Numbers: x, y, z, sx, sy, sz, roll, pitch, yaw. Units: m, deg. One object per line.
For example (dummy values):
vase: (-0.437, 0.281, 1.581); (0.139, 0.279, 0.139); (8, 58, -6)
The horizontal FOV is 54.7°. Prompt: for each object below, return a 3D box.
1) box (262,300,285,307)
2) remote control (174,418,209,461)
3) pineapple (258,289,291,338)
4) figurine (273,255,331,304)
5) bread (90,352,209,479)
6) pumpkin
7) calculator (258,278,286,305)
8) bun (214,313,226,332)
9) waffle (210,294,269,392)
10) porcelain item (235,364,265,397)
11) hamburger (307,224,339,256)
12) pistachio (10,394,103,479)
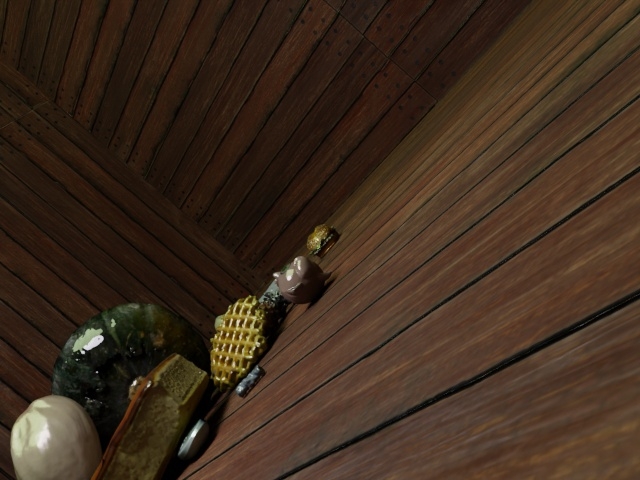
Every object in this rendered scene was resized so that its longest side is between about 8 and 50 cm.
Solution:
box: (-0.202, 0.277, 1.992); (0.109, 0.029, 0.198); (0, 44, 49)
remote control: (-0.292, 0.456, 1.400); (0.097, 0.045, 0.256); (-59, 5, -27)
pineapple: (-0.143, 0.202, 1.876); (0.237, 0.119, 0.111); (-47, -44, -45)
figurine: (-0.049, 0.100, 1.563); (0.125, 0.125, 0.138); (-50, 17, -19)
bread: (-0.402, 0.458, 1.478); (0.324, 0.143, 0.333); (-64, 2, -1)
pumpkin: (-0.534, 0.404, 1.792); (0.454, 0.454, 0.344); (-50, 22, -8)
calculator: (-0.181, 0.235, 2.090); (0.161, 0.021, 0.262); (4, 49, 52)
bun: (-0.342, 0.354, 2.608); (0.222, 0.127, 0.222); (-20, -4, -2)
waffle: (-0.231, 0.281, 1.707); (0.245, 0.052, 0.254); (-46, 37, 21)
porcelain item: (-0.158, 0.316, 1.378); (0.083, 0.028, 0.036); (-50, -13, 8)
hamburger: (0.000, 0.000, 2.307); (0.137, 0.087, 0.166); (-49, 4, 9)
pistachio: (-0.631, 0.528, 1.504); (0.208, 0.332, 0.226); (-50, -37, 10)
